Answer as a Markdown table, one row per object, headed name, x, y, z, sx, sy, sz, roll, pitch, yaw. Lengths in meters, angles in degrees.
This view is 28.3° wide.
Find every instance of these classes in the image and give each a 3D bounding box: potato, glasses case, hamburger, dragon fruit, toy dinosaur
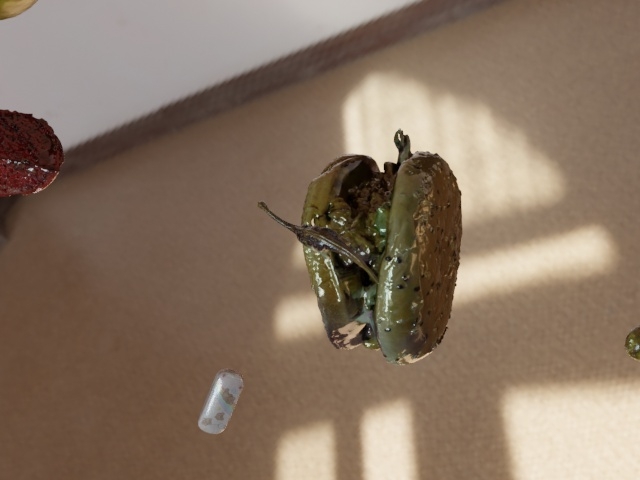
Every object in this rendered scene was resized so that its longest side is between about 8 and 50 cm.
| name | x | y | z | sx | sy | sz | roll | pitch | yaw |
| --- | --- | --- | --- | --- | --- | --- | --- | --- | --- |
| potato | 0.369 | 0.107 | 1.396 | 0.092 | 0.045 | 0.046 | -20 | -10 | -27 |
| glasses case | -0.110 | 0.178 | 1.403 | 0.021 | 0.032 | 0.083 | -105 | 36 | -61 |
| hamburger | 0.094 | 0.001 | 1.874 | 0.195 | 0.276 | 0.318 | 5 | 51 | 17 |
| dragon fruit | -0.397 | -0.110 | 1.603 | 0.106 | 0.162 | 0.083 | -84 | 4 | -47 |
| toy dinosaur | 0.004 | 0.003 | 1.491 | 0.180 | 0.058 | 0.037 | 23 | 91 | 21 |

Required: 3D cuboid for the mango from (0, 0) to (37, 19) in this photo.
| name | x | y | z | sx | sy | sz | roll | pitch | yaw |
| --- | --- | --- | --- | --- | --- | --- | --- | --- | --- |
| mango | -0.261 | -0.265 | 1.105 | 0.137 | 0.091 | 0.237 | -47 | 17 | 17 |
